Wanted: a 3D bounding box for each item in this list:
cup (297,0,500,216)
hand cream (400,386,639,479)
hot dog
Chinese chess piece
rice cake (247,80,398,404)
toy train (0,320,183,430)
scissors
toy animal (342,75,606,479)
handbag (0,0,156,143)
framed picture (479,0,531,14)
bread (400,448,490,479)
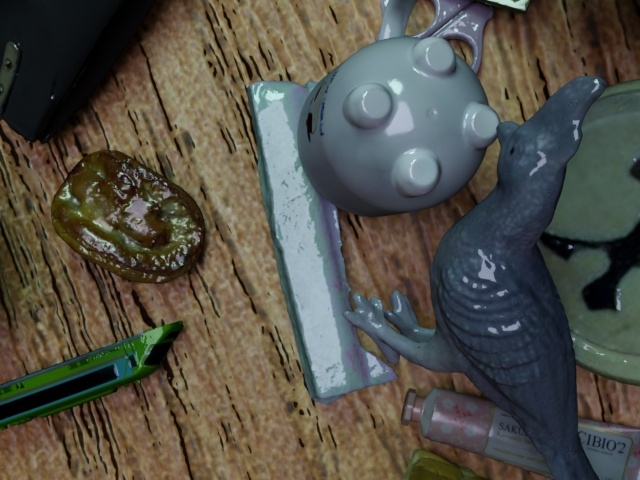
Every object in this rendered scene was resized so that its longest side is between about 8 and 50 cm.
[{"bbox_3d":[0.072,-0.103,0.565,0.134,0.142,0.173,39,83,-10],"label":"cup"},{"bbox_3d":[0.172,0.167,0.615,0.209,0.043,0.067,14,87,4],"label":"hand cream"},{"bbox_3d":[-0.175,-0.021,0.663,0.147,0.065,0.099,33,84,11],"label":"hot dog"},{"bbox_3d":[0.247,-0.008,0.543,0.238,0.092,0.238,4,97,33],"label":"Chinese chess piece"},{"bbox_3d":[-0.003,-0.001,0.643,0.081,0.051,0.290,-13,88,-2],"label":"rice cake"},{"bbox_3d":[-0.217,0.128,0.674,0.209,0.044,0.042,-20,85,8],"label":"toy train"},{"bbox_3d":[0.150,-0.219,0.639,0.212,0.021,0.110,-38,85,7],"label":"scissors"},{"bbox_3d":[0.120,0.073,0.535,0.206,0.081,0.367,3,115,41],"label":"toy animal"},{"bbox_3d":[-0.300,-0.268,0.658,0.342,0.152,0.288,28,105,9],"label":"handbag"},{"bbox_3d":[0.108,-0.287,0.637,0.201,0.010,0.136,23,92,18],"label":"framed picture"},{"bbox_3d":[0.136,0.267,0.512,0.239,0.246,0.111,28,95,9],"label":"bread"}]
